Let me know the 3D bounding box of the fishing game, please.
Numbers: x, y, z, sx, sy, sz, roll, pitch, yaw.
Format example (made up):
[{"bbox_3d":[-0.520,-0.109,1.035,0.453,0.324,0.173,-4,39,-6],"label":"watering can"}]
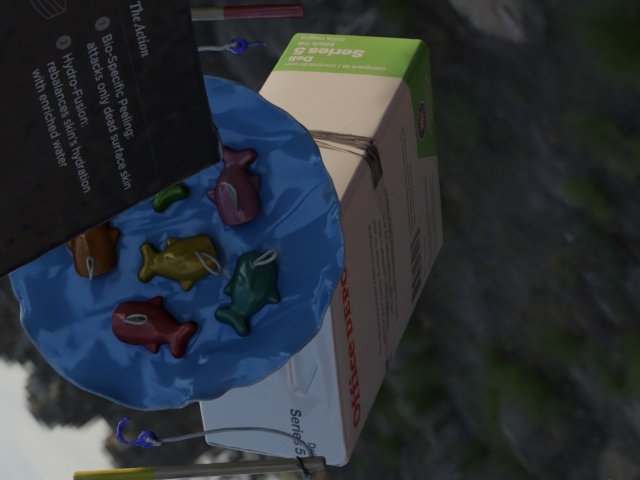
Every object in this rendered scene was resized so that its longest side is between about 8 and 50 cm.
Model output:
[{"bbox_3d":[-0.082,-0.003,0.908,0.041,0.189,0.264,45,-135,-78],"label":"fishing game"}]

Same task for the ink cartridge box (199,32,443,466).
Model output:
[{"bbox_3d":[0.000,0.000,1.262,0.115,0.273,0.198,6,127,17],"label":"ink cartridge box"}]

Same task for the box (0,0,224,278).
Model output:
[{"bbox_3d":[-0.131,-0.071,0.602,0.093,0.158,0.156,48,158,36],"label":"box"}]
